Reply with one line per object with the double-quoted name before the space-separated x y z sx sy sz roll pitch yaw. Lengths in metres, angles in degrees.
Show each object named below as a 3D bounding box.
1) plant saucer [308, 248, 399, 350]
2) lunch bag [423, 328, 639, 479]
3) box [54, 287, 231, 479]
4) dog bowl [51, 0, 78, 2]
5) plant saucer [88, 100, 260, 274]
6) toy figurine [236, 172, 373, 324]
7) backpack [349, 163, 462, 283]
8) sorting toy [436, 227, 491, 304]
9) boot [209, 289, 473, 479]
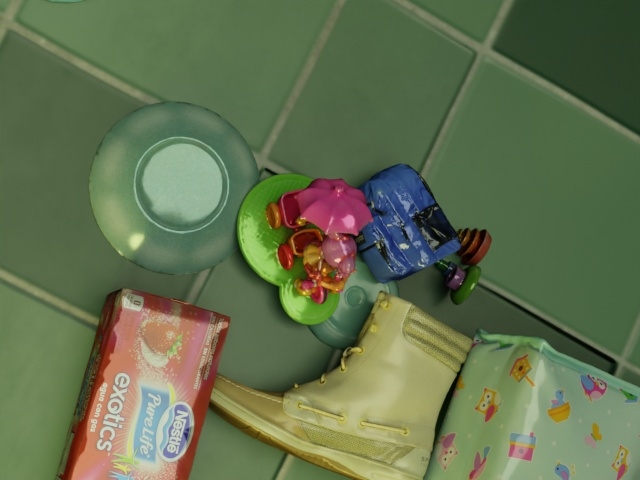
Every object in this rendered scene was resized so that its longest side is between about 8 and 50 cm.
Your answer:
"plant saucer" 0.037 0.066 1.714 0.119 0.021 0.119 1 85 -16
"lunch bag" 0.264 0.246 1.690 0.262 0.160 0.223 27 78 -32
"box" -0.193 0.187 1.583 0.122 0.128 0.257 17 81 -14
"dog bowl" -0.325 -0.391 1.619 0.297 0.074 0.166 42 76 -8
"plant saucer" -0.156 -0.060 1.661 0.195 0.037 0.195 1 85 -17
"toy figurine" 0.000 0.000 1.611 0.130 0.159 0.173 -13 87 -22
"backpack" 0.086 -0.020 1.690 0.101 0.098 0.120 -27 89 -30
"sorting toy" 0.159 0.025 1.733 0.042 0.061 0.102 32 55 -11
"boot" 0.019 0.145 1.652 0.262 0.095 0.203 22 80 2
